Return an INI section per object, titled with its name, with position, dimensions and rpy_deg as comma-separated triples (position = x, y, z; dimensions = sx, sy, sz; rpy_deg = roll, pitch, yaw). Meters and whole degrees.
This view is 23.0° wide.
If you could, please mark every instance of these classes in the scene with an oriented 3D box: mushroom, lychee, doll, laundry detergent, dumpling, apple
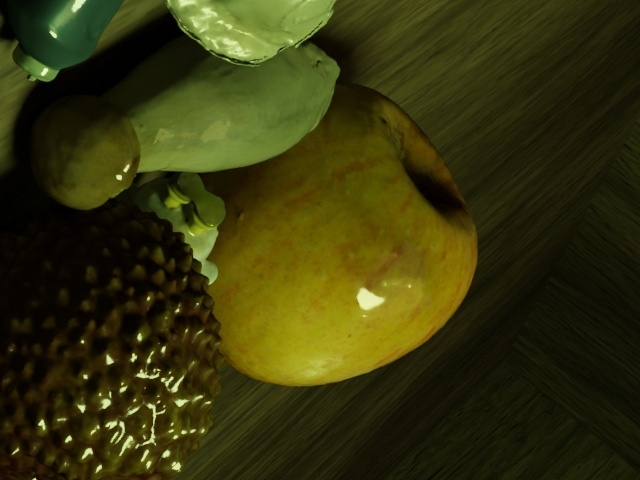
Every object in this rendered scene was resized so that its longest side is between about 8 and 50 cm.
[mushroom]
position = -0.101, -0.111, 1.338
dimensions = 0.350, 0.128, 0.128
rpy_deg = -26, 151, -47
[lychee]
position = -0.205, 0.091, 1.310
dimensions = 0.267, 0.267, 0.267
rpy_deg = -45, 163, -18
[doll]
position = -0.150, -0.004, 1.451
dimensions = 0.081, 0.129, 0.207
rpy_deg = -48, -173, -30
[laundry detergent]
position = -0.159, -0.196, 1.104
dimensions = 0.206, 0.061, 0.096
rpy_deg = -55, 169, 18
[dumpling]
position = -0.048, -0.252, 1.177
dimensions = 0.172, 0.142, 0.247
rpy_deg = 6, 113, -34
[apple]
position = 0.000, 0.000, 1.578
dimensions = 0.275, 0.299, 0.299
rpy_deg = -40, 169, 23
